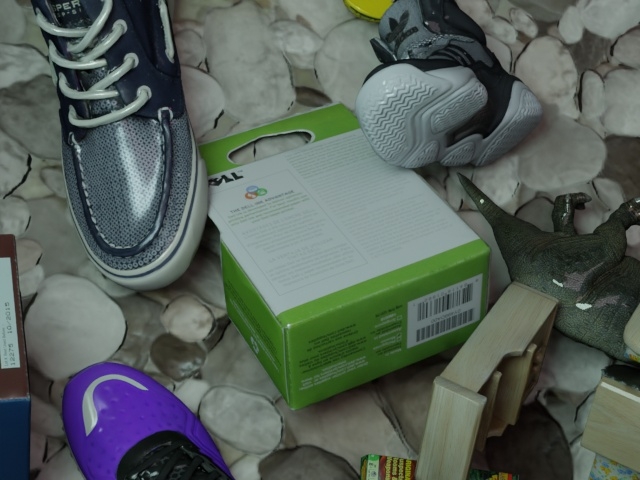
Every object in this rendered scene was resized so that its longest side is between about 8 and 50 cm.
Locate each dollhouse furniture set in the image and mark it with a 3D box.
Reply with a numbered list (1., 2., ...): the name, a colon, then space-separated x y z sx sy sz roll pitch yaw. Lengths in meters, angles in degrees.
1. dollhouse furniture set: 0.222 0.155 1.033 0.242 0.212 0.161 23 40 21

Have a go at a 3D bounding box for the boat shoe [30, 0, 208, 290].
1. boat shoe: -0.182 -0.136 1.063 0.127 0.158 0.341 -16 68 11

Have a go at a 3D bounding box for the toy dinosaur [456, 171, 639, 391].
1. toy dinosaur: 0.245 0.039 1.148 0.313 0.121 0.160 42 53 -2

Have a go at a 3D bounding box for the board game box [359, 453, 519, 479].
1. board game box: 0.090 0.310 1.059 0.136 0.030 0.260 10 69 -13

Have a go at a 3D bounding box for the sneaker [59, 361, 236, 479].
1. sneaker: -0.089 0.205 0.986 0.102 0.146 0.293 -32 82 -22

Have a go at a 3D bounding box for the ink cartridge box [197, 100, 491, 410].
1. ink cartridge box: 0.000 0.000 1.121 0.188 0.097 0.255 -19 42 -20

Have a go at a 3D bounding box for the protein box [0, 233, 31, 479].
1. protein box: -0.311 0.112 0.919 0.201 0.200 0.136 -3 55 -15

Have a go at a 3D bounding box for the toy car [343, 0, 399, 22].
1. toy car: 0.060 -0.333 1.270 0.239 0.053 0.225 -37 83 -24

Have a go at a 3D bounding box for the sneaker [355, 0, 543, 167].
1. sneaker: 0.085 -0.147 1.140 0.268 0.101 0.153 1 51 -58
